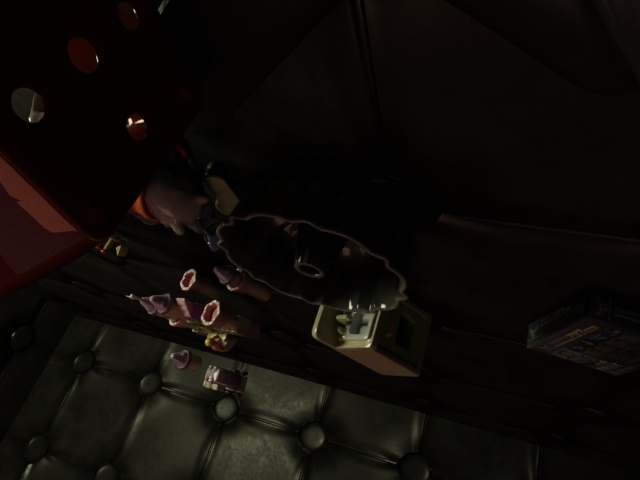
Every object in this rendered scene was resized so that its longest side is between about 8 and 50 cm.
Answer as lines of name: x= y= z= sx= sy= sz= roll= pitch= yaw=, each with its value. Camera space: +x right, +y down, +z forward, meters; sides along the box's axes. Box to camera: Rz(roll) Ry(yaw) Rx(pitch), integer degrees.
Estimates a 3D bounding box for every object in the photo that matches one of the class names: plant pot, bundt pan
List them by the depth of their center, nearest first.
plant pot: x=-0.255 y=-0.114 z=0.340 sx=0.236 sy=0.267 sz=0.267 roll=-2 pitch=138 yaw=25
bundt pan: x=0.000 y=0.000 z=0.778 sx=0.331 sy=0.124 sz=0.331 roll=15 pitch=153 yaw=8

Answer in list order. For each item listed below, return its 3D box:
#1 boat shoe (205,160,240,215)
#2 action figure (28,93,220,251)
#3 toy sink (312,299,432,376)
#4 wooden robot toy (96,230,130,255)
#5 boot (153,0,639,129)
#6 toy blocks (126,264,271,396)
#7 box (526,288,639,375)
boat shoe: x=-0.170 y=-0.089 z=0.820 sx=0.049 sy=0.042 sz=0.133 roll=-6 pitch=150 yaw=4
action figure: x=-0.294 y=-0.081 z=0.741 sx=0.330 sy=0.178 sz=0.341 roll=24 pitch=146 yaw=35
toy sink: x=0.124 y=0.192 z=1.036 sx=0.234 sy=0.153 sz=0.131 roll=35 pitch=150 yaw=-27
wooden robot toy: x=-0.586 y=-0.016 z=1.220 sx=0.079 sy=0.076 sz=0.173 roll=21 pitch=156 yaw=23
boot: x=-0.013 y=-0.188 z=0.385 sx=0.367 sy=0.146 sz=0.445 roll=43 pitch=143 yaw=-22
toy blocks: x=-0.335 y=0.210 z=1.205 sx=0.288 sy=0.309 sz=0.260 roll=-5 pitch=151 yaw=40
box: x=0.516 y=0.175 z=0.836 sx=0.183 sy=0.059 sz=0.233 roll=16 pitch=155 yaw=6
